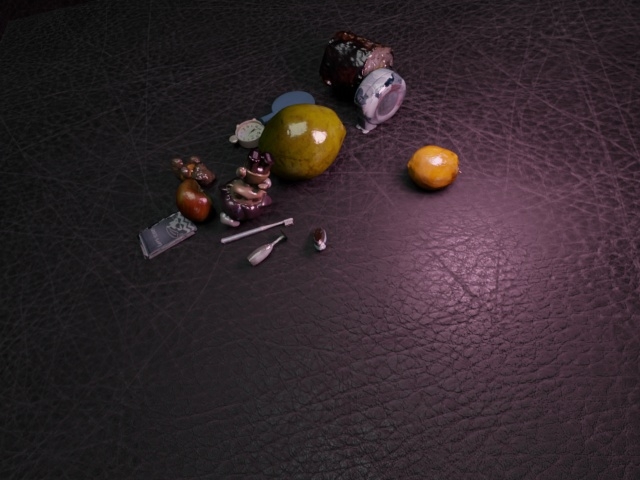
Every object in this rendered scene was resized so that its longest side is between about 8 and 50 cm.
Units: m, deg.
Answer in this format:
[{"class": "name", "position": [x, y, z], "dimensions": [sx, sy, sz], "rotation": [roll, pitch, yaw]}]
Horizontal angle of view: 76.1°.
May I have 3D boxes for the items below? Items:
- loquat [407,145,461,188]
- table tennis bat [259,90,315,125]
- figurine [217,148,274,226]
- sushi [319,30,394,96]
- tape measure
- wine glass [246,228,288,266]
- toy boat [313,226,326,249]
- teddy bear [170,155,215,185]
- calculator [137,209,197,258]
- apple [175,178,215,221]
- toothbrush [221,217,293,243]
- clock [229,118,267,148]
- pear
[{"class": "loquat", "position": [0.494, -0.315, 1.771], "dimensions": [0.235, 0.187, 0.176], "rotation": [10, 53, 5]}, {"class": "table tennis bat", "position": [-0.175, -0.692, 2.149], "dimensions": [0.329, 0.044, 0.215], "rotation": [-36, 63, -22]}, {"class": "figurine", "position": [-0.306, -0.221, 1.795], "dimensions": [0.218, 0.365, 0.206], "rotation": [-10, 73, -35]}, {"class": "sushi", "position": [0.172, -0.882, 2.067], "dimensions": [0.294, 0.281, 0.299], "rotation": [33, 52, 20]}, {"class": "tape measure", "position": [0.275, -0.688, 1.967], "dimensions": [0.275, 0.256, 0.147], "rotation": [-40, 67, -6]}, {"class": "wine glass", "position": [-0.235, 0.034, 1.792], "dimensions": [0.198, 0.066, 0.066], "rotation": [-38, 63, -11]}, {"class": "toy boat", "position": [0.000, 0.000, 1.769], "dimensions": [0.059, 0.066, 0.140], "rotation": [-19, 32, 12]}, {"class": "teddy bear", "position": [-0.620, -0.331, 2.019], "dimensions": [0.190, 0.177, 0.140], "rotation": [20, 113, 20]}, {"class": "calculator", "position": [-0.731, -0.036, 1.939], "dimensions": [0.274, 0.028, 0.165], "rotation": [-30, 65, -4]}, {"class": "apple", "position": [-0.585, -0.183, 1.896], "dimensions": [0.160, 0.173, 0.195], "rotation": [-31, 66, -26]}, {"class": "toothbrush", "position": [-0.288, -0.042, 1.864], "dimensions": [0.343, 0.025, 0.030], "rotation": [-15, 63, 1]}, {"class": "clock", "position": [-0.360, -0.552, 2.124], "dimensions": [0.229, 0.063, 0.155], "rotation": [-24, 59, -7]}, {"class": "pear", "position": [-0.092, -0.457, 1.882], "dimensions": [0.414, 0.352, 0.351], "rotation": [-29, 61, 5]}]
